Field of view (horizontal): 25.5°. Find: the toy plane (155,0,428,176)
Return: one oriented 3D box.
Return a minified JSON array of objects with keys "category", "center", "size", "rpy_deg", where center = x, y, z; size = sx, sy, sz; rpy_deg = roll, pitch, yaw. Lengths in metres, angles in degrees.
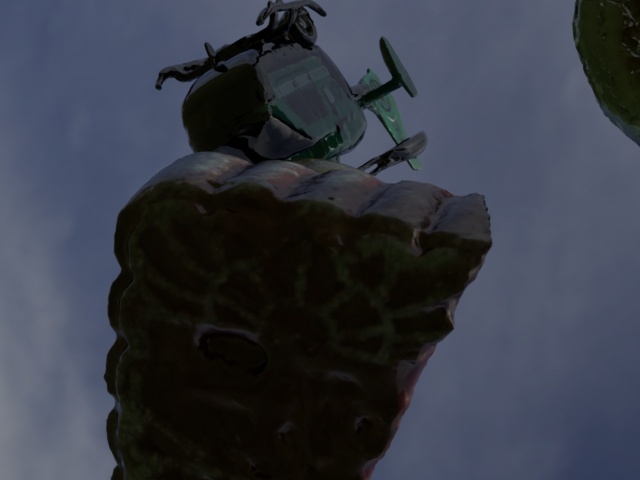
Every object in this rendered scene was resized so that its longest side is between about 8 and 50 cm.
[{"category":"toy plane","center":[-0.008,-0.091,1.056],"size":[0.106,0.382,0.155],"rpy_deg":[-27,-88,22]}]

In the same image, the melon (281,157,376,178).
[{"category":"melon","center":[0.000,0.000,0.843],"size":[0.131,0.098,0.098],"rpy_deg":[21,-90,39]}]

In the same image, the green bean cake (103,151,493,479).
[{"category":"green bean cake","center":[-0.018,0.074,0.765],"size":[0.198,0.097,0.232],"rpy_deg":[13,-69,13]}]

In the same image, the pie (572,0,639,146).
[{"category":"pie","center":[0.286,-0.149,1.106],"size":[0.054,0.240,0.240],"rpy_deg":[-26,-119,50]}]
